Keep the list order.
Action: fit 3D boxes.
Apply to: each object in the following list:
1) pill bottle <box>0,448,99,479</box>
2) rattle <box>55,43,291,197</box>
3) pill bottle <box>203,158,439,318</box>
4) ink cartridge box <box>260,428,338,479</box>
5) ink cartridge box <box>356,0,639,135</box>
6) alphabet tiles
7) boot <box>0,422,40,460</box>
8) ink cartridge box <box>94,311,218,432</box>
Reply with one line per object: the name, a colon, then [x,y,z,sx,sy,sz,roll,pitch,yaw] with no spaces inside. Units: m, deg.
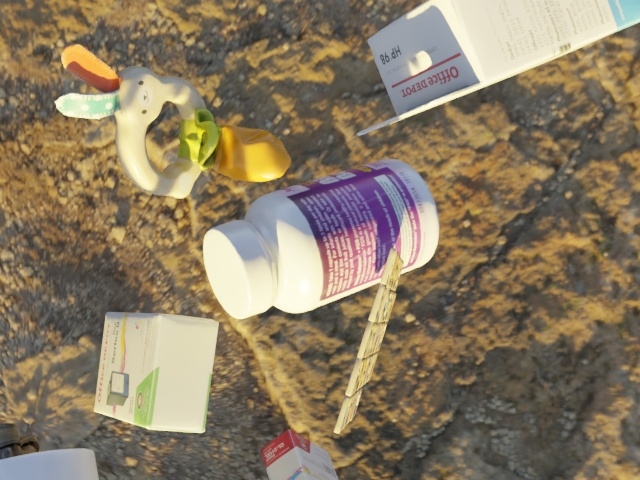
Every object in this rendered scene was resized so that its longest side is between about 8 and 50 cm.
pill bottle: [-0.294,0.379,0.914,0.160,0.160,0.283,-6,71,-20]
rattle: [-0.144,-0.114,0.838,0.142,0.200,0.130,30,76,35]
pill bottle: [0.000,0.000,1.167,0.301,0.169,0.169,-19,85,-30]
ink cartridge box: [-0.021,0.432,1.465,0.072,0.175,0.127,-37,133,11]
ink cartridge box: [0.105,-0.131,0.543,0.180,0.104,0.060,-24,96,-23]
alphabet tiles: [0.062,0.113,0.984,0.009,0.237,0.198,17,87,10]
boot: [-0.413,0.380,1.157,0.091,0.263,0.229,-17,73,-14]
ink cartridge box: [-0.240,0.183,1.220,0.093,0.212,0.154,11,82,-31]
